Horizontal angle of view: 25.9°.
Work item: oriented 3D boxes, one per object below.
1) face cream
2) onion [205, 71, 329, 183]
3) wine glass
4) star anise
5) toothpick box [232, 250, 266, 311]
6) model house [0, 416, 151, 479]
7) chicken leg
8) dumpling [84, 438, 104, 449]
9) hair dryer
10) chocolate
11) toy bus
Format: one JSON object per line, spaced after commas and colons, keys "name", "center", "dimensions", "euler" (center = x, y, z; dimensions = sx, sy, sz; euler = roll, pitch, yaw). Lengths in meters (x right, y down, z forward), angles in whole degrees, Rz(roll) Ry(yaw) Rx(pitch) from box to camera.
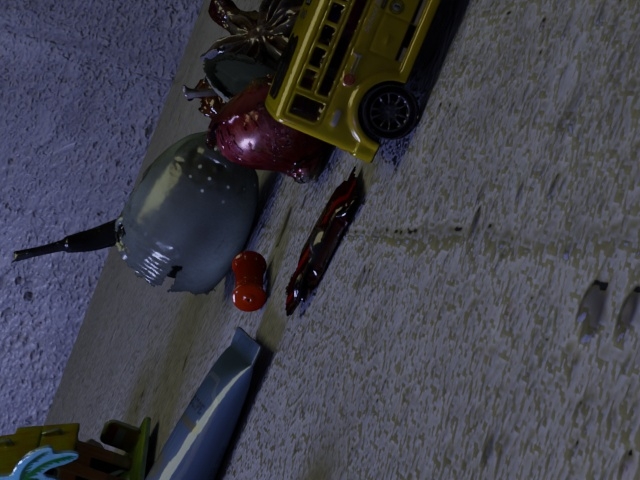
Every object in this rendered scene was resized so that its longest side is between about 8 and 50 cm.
{"name": "face cream", "center": [-0.170, 0.290, 1.708], "dimensions": [0.385, 0.086, 0.135], "euler": [-64, 16, -1]}
{"name": "onion", "center": [-0.049, -0.139, 1.747], "dimensions": [0.184, 0.184, 0.147], "euler": [-176, 65, -75]}
{"name": "wine glass", "center": [-0.158, -0.088, 1.994], "dimensions": [0.357, 0.190, 0.190], "euler": [-56, 19, 29]}
{"name": "star anise", "center": [-0.096, -0.291, 2.112], "dimensions": [0.262, 0.081, 0.230], "euler": [-47, 45, -7]}
{"name": "toothpick box", "center": [-0.093, 0.054, 1.815], "dimensions": [0.083, 0.047, 0.047], "euler": [-93, 27, -57]}
{"name": "model house", "center": [-0.414, 0.336, 2.057], "dimensions": [0.300, 0.323, 0.340], "euler": [-91, 26, -55]}
{"name": "chicken leg", "center": [-0.125, -0.283, 2.231], "dimensions": [0.083, 0.177, 0.322], "euler": [54, -143, -50]}
{"name": "dumpling", "center": [-0.427, 0.422, 2.329], "dimensions": [0.258, 0.147, 0.193], "euler": [22, -93, -68]}
{"name": "hair dryer", "center": [-0.325, 0.000, 2.226], "dimensions": [0.120, 0.359, 0.304], "euler": [68, 156, 19]}
{"name": "chocolate", "center": [0.000, 0.000, 1.582], "dimensions": [0.086, 0.028, 0.182], "euler": [-87, 20, -57]}
{"name": "toy bus", "center": [0.063, -0.259, 1.455], "dimensions": [0.145, 0.151, 0.331], "euler": [-120, 51, -75]}
